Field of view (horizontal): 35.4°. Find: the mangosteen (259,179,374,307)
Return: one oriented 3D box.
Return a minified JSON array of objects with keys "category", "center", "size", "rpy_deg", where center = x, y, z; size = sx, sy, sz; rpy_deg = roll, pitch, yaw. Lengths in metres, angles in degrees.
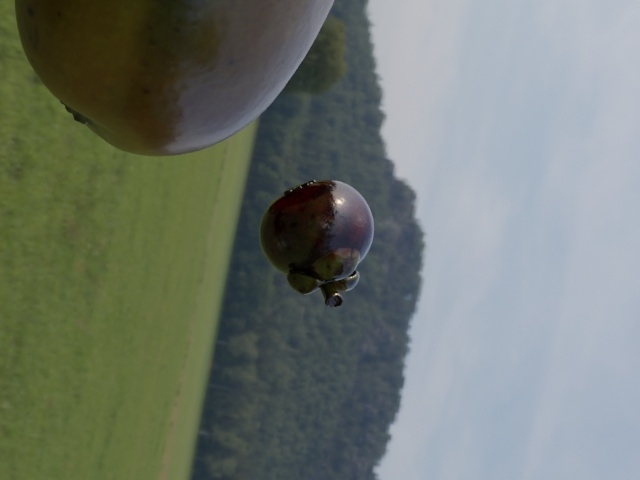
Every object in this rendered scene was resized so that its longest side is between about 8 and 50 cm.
[{"category":"mangosteen","center":[-0.001,-0.003,0.693],"size":[0.081,0.080,0.081],"rpy_deg":[-168,-90,-83]}]

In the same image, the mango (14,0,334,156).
[{"category":"mango","center":[-0.079,-0.270,0.772],"size":[0.446,0.232,0.300],"rpy_deg":[-60,170,22]}]
